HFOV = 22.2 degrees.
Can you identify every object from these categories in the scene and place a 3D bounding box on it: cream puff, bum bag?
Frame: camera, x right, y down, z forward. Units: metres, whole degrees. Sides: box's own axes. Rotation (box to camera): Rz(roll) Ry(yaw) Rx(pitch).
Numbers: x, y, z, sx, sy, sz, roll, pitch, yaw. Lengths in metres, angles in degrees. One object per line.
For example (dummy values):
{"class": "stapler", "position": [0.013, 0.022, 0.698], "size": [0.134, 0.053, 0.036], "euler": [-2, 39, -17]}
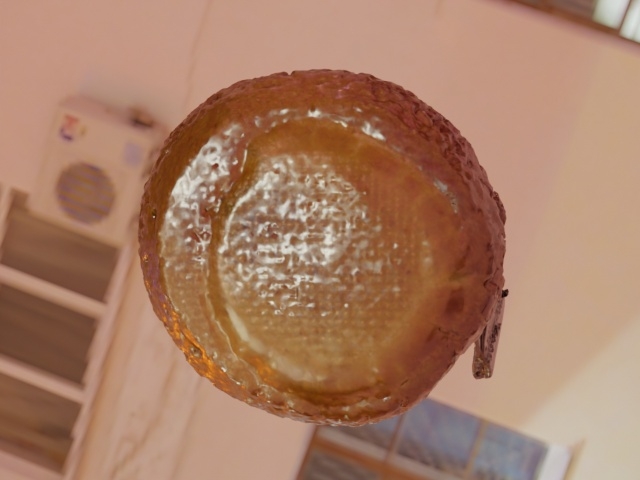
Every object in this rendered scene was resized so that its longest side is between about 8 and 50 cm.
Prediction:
{"class": "cream puff", "position": [0.000, 0.000, 1.333], "size": [0.212, 0.303, 0.303], "euler": [-43, -28, -80]}
{"class": "bum bag", "position": [0.176, 0.064, 1.721], "size": [0.159, 0.026, 0.109], "euler": [76, -156, -54]}
